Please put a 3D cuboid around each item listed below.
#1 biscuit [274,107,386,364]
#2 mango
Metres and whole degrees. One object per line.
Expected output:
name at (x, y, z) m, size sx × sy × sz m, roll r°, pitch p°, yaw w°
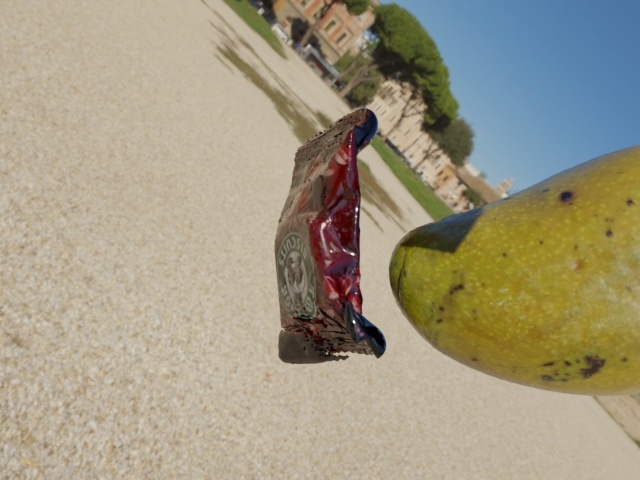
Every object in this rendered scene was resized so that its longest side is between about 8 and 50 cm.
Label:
biscuit at (0.003, -0.002, 0.522) m, size 0.063 × 0.235 × 0.151 m, roll 4°, pitch -9°, yaw -24°
mango at (0.225, 0.028, 0.439) m, size 0.177 × 0.329 × 0.176 m, roll -102°, pitch 177°, yaw -46°
